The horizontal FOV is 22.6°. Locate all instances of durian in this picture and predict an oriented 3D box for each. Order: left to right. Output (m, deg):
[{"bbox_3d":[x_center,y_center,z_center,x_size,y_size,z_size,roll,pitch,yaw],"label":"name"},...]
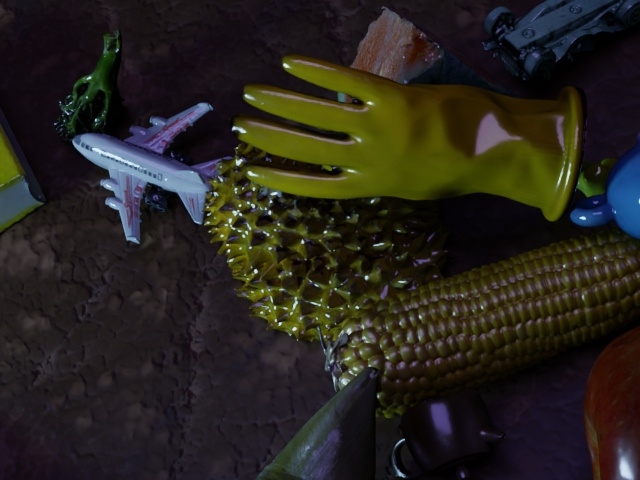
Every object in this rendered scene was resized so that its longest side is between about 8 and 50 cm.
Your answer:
[{"bbox_3d":[0.000,-0.011,1.483,0.249,0.138,0.183,8,57,17],"label":"durian"}]

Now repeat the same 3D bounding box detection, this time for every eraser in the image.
[{"bbox_3d":[-0.402,-0.087,1.698,0.158,0.069,0.226,-33,56,2],"label":"eraser"}]

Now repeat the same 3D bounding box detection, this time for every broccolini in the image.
[{"bbox_3d":[-0.227,-0.166,1.614,0.058,0.201,0.074,27,58,4],"label":"broccolini"}]

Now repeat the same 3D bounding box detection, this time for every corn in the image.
[{"bbox_3d":[0.152,0.069,1.399,0.305,0.106,0.106,-21,58,2],"label":"corn"}]

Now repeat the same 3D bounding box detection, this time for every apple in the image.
[{"bbox_3d":[0.310,0.158,1.217,0.230,0.230,0.230,-8,60,15],"label":"apple"}]

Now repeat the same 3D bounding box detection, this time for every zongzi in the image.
[{"bbox_3d":[0.026,0.274,1.297,0.274,0.125,0.251,-48,59,4],"label":"zongzi"}]

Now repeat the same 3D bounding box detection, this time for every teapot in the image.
[{"bbox_3d":[0.107,0.176,1.376,0.121,0.076,0.068,-31,66,33],"label":"teapot"}]

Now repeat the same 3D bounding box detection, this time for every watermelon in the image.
[{"bbox_3d":[0.112,-0.134,1.487,0.231,0.146,0.128,-125,51,-70],"label":"watermelon"}]

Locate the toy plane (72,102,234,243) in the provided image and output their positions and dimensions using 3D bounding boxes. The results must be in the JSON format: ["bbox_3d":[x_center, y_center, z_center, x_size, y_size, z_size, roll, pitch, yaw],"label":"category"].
[{"bbox_3d":[-0.175,-0.074,1.613,0.171,0.065,0.162,17,70,28],"label":"toy plane"}]

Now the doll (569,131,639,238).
[{"bbox_3d":[0.363,-0.073,1.307,0.341,0.099,0.346,-23,20,11],"label":"doll"}]

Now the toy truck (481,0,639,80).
[{"bbox_3d":[0.237,-0.200,1.541,0.154,0.078,0.080,-29,56,-18],"label":"toy truck"}]

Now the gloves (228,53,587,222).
[{"bbox_3d":[0.069,-0.091,1.361,0.294,0.133,0.116,7,28,-3],"label":"gloves"}]
